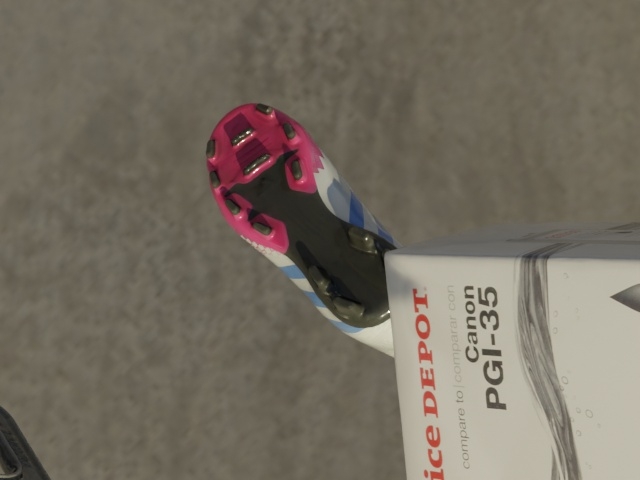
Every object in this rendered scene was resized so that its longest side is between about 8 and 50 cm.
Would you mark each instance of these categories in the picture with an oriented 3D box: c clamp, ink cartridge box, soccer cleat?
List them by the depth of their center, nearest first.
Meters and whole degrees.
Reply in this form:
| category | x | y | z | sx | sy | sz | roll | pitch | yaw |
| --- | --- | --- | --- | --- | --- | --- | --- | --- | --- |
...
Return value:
| category | x | y | z | sx | sy | sz | roll | pitch | yaw |
| --- | --- | --- | --- | --- | --- | --- | --- | --- | --- |
| c clamp | -0.217 | 0.110 | 1.113 | 0.137 | 0.022 | 0.161 | 16 | 16 | -27 |
| ink cartridge box | 0.180 | 0.099 | 1.113 | 0.117 | 0.283 | 0.207 | -13 | 99 | -44 |
| soccer cleat | 0.000 | 0.000 | 1.897 | 0.331 | 0.116 | 0.143 | 51 | 1 | 40 |
